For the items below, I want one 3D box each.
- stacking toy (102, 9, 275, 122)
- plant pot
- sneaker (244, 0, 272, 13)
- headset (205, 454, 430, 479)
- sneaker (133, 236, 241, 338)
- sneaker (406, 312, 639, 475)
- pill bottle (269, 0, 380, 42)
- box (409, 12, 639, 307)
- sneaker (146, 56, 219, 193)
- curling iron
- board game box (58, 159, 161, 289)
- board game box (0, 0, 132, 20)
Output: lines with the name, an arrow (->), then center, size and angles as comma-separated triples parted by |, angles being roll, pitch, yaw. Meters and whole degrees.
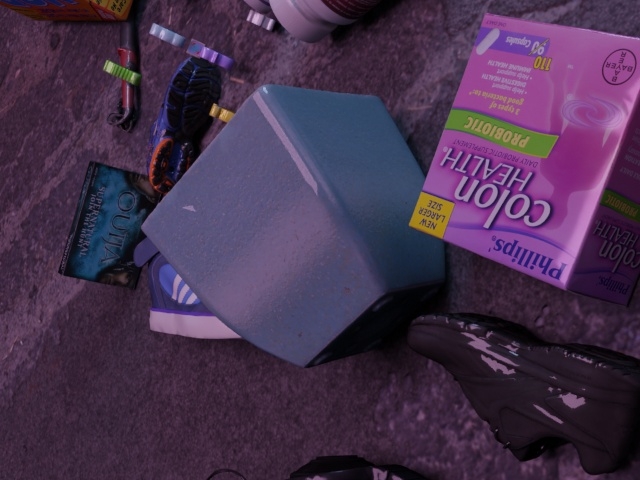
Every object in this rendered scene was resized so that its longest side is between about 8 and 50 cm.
stacking toy -> -0.190, -0.284, 1.461 | 0.052, 0.221, 0.167 | -95, 28, -80
plant pot -> 0.000, 0.000, 1.154 | 0.247, 0.248, 0.252 | -46, 68, 29
sneaker -> -0.068, -0.479, 1.449 | 0.161, 0.102, 0.282 | -25, 62, 37
headset -> -0.013, 0.350, 1.103 | 0.394, 0.185, 0.243 | 14, 90, 36
sneaker -> -0.132, 0.015, 1.357 | 0.323, 0.130, 0.236 | -2, 82, 52
sneaker -> 0.191, 0.149, 1.006 | 0.286, 0.109, 0.130 | 17, 98, 49
pill bottle -> 0.040, -0.356, 1.282 | 0.221, 0.121, 0.121 | -33, 57, 37
box -> 0.236, -0.086, 1.005 | 0.213, 0.117, 0.243 | 26, 99, 47
sneaker -> -0.229, -0.186, 1.557 | 0.087, 0.083, 0.221 | 23, 93, 57
curling iron -> -0.347, -0.317, 1.745 | 0.068, 0.035, 0.274 | -19, 66, 43
board game box -> -0.332, -0.023, 1.583 | 0.026, 0.126, 0.186 | 21, 95, 56
board game box -> -0.522, -0.624, 1.757 | 0.356, 0.356, 0.356 | 14, 85, 48
